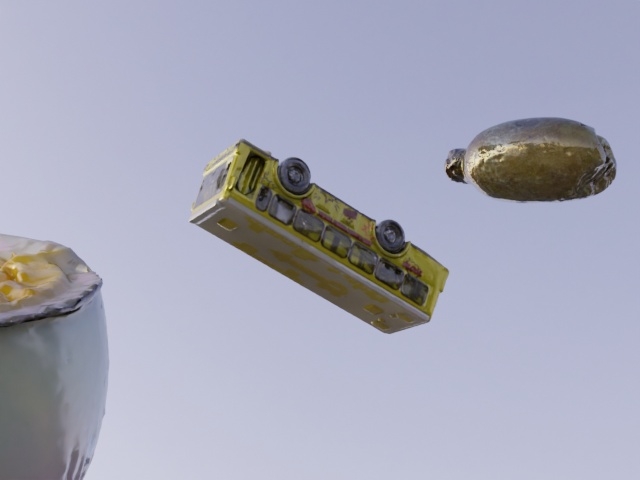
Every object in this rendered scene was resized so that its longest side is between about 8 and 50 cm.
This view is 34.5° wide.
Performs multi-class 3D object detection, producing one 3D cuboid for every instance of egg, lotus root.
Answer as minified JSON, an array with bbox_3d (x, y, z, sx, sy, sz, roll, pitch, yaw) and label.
[{"bbox_3d":[-0.374,0.181,0.939,0.354,0.354,0.340,7,-78,6],"label":"egg"},{"bbox_3d":[0.220,-0.082,1.104,0.192,0.088,0.113,-1,-9,35],"label":"lotus root"}]

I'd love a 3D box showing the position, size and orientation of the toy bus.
[{"bbox_3d":[0.000,0.000,0.885,0.226,0.074,0.081,32,-28,-22],"label":"toy bus"}]
